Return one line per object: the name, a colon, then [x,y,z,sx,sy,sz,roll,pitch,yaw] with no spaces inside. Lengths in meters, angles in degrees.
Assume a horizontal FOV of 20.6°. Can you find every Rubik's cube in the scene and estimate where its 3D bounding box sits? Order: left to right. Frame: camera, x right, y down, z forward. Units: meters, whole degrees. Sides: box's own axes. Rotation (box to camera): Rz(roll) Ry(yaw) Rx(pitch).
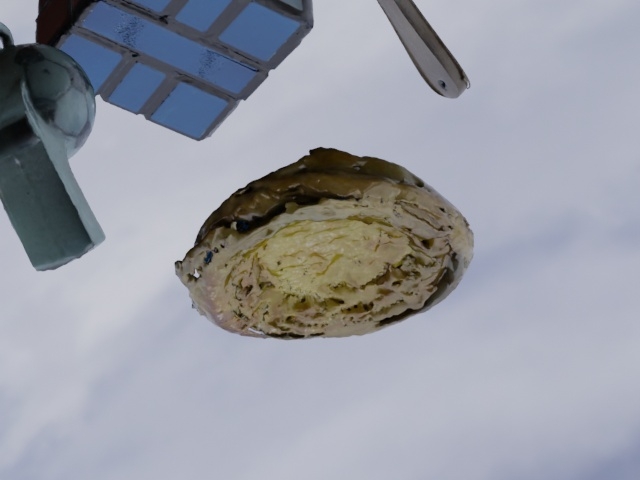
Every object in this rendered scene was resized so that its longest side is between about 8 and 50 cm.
Rubik's cube: [-0.199,-0.353,2.384,0.283,0.288,0.293,-43,-141,39]

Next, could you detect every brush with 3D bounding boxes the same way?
brush: [0.066,-0.287,1.803,0.065,0.327,0.070,-45,-157,-22]

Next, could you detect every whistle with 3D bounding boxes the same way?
whistle: [-0.324,-0.123,2.062,0.163,0.289,0.163,-24,-173,3]

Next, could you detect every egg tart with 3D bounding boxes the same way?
egg tart: [0.000,0.000,1.671,0.291,0.291,0.107,-28,-129,26]
